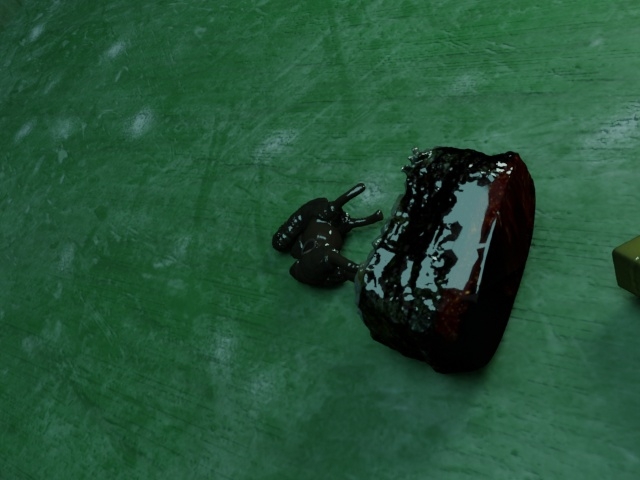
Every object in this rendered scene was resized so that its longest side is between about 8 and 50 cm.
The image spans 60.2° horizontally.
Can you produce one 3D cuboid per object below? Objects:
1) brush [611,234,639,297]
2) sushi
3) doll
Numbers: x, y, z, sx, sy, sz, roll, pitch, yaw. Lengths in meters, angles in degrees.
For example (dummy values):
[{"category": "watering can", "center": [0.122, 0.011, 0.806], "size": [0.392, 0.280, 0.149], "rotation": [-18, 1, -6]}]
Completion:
[{"category": "brush", "center": [0.384, -0.008, 0.473], "size": [0.233, 0.047, 0.103], "rotation": [-28, 30, -6]}, {"category": "sushi", "center": [0.130, 0.017, 0.563], "size": [0.126, 0.136, 0.225], "rotation": [10, 73, 38]}, {"category": "doll", "center": [0.000, 0.000, 0.705], "size": [0.165, 0.057, 0.139], "rotation": [-12, 56, 35]}]
